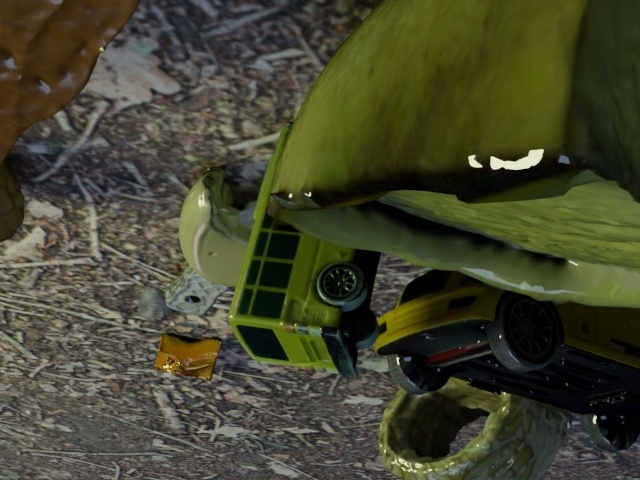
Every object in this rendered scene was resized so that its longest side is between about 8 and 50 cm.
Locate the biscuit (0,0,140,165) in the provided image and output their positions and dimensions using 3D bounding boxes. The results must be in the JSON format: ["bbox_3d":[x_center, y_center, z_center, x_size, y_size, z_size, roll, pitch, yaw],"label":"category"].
[{"bbox_3d":[-0.273,-0.181,0.513,0.365,0.062,0.385,19,138,-27],"label":"biscuit"}]

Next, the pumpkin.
[{"bbox_3d":[-0.152,0.140,1.152,0.073,0.035,0.101,6,150,-6],"label":"pumpkin"}]

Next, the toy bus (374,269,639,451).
[{"bbox_3d":[0.209,0.072,0.838,0.331,0.151,0.145,20,155,-28],"label":"toy bus"}]

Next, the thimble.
[{"bbox_3d":[0.173,0.213,1.119,0.191,0.137,0.143,-23,142,25],"label":"thimble"}]

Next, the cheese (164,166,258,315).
[{"bbox_3d":[-0.088,0.016,0.893,0.127,0.049,0.235,17,149,-22],"label":"cheese"}]

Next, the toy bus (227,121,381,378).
[{"bbox_3d":[0.000,0.000,0.724,0.101,0.175,0.088,5,152,16],"label":"toy bus"}]

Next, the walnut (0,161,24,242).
[{"bbox_3d":[-0.282,-0.032,0.818,0.079,0.082,0.096,-18,155,-15],"label":"walnut"}]

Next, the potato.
[{"bbox_3d":[0.125,-0.085,0.550,0.330,0.212,0.280,19,168,-41],"label":"potato"}]
